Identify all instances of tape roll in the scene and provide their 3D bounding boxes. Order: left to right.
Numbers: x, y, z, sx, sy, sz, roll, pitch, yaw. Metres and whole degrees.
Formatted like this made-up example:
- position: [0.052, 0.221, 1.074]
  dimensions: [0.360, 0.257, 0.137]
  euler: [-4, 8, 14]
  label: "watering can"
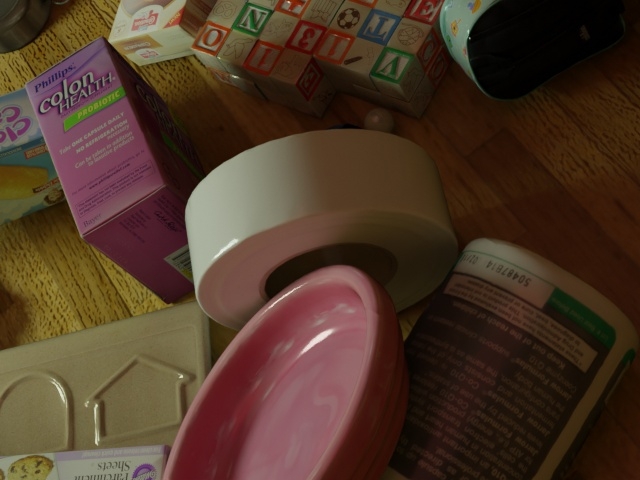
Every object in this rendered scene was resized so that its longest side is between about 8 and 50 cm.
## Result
- position: [0.000, 0.000, 1.343]
  dimensions: [0.286, 0.286, 0.100]
  euler: [-19, 61, 13]
  label: "tape roll"

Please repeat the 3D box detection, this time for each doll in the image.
- position: [0.023, -0.081, 1.508]
  dimensions: [0.129, 0.046, 0.189]
  euler: [40, 88, 30]
  label: "doll"

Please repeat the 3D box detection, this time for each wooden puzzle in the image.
- position: [-0.260, 0.259, 1.453]
  dimensions: [0.322, 0.080, 0.348]
  euler: [-15, 57, 15]
  label: "wooden puzzle"

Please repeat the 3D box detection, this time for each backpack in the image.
- position: [0.230, -0.260, 1.439]
  dimensions: [0.188, 0.166, 0.144]
  euler: [-39, 47, -2]
  label: "backpack"

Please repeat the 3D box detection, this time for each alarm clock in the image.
- position: [-0.443, -0.344, 1.814]
  dimensions: [0.192, 0.064, 0.129]
  euler: [-10, 63, 14]
  label: "alarm clock"

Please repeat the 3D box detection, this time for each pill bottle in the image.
- position: [0.141, 0.196, 1.239]
  dimensions: [0.204, 0.204, 0.361]
  euler: [28, 78, 30]
  label: "pill bottle"

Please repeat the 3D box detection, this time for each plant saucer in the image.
- position: [-0.028, 0.183, 1.209]
  dimensions: [0.332, 0.084, 0.332]
  euler: [-43, 25, 26]
  label: "plant saucer"

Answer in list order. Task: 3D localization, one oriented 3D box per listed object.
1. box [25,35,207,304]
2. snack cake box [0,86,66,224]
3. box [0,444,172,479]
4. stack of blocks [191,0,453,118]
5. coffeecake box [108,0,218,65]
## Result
- position: [-0.222, -0.081, 1.510]
  dimensions: [0.117, 0.213, 0.243]
  euler: [-31, 58, 6]
  label: "box"
- position: [-0.455, -0.081, 1.593]
  dimensions: [0.264, 0.152, 0.089]
  euler: [-23, 60, -13]
  label: "snack cake box"
- position: [-0.301, 0.272, 1.374]
  dimensions: [0.324, 0.063, 0.067]
  euler: [-7, 61, 20]
  label: "box"
- position: [0.008, -0.249, 1.568]
  dimensions: [0.297, 0.087, 0.171]
  euler: [22, 77, 29]
  label: "stack of blocks"
- position: [-0.194, -0.339, 1.683]
  dimensions: [0.142, 0.068, 0.186]
  euler: [-5, 64, 40]
  label: "coffeecake box"
